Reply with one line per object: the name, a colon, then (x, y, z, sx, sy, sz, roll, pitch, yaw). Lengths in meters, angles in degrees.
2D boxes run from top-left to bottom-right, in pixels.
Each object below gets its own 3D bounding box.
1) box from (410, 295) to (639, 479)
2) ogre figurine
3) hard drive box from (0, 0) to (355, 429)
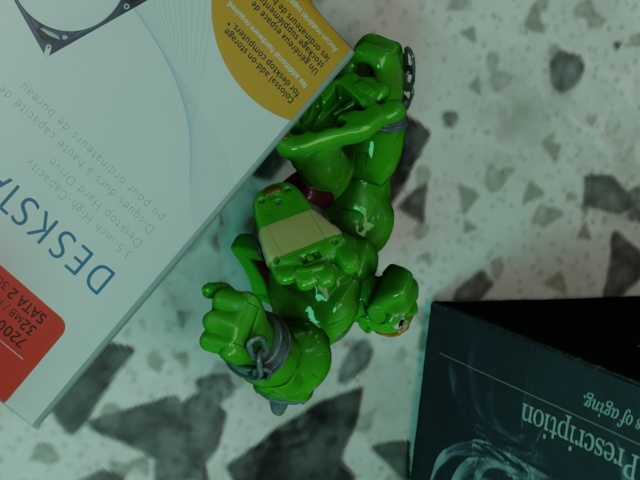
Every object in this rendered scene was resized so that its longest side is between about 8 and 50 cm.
box: (0.201, 0.216, 0.803, 0.179, 0.343, 0.312, 0, 100, -30)
ogre figurine: (0.000, 0.000, 0.773, 0.097, 0.197, 0.118, -1, 143, 5)
hard drive box: (-0.128, -0.064, 0.708, 0.181, 0.089, 0.232, 44, 79, -28)
